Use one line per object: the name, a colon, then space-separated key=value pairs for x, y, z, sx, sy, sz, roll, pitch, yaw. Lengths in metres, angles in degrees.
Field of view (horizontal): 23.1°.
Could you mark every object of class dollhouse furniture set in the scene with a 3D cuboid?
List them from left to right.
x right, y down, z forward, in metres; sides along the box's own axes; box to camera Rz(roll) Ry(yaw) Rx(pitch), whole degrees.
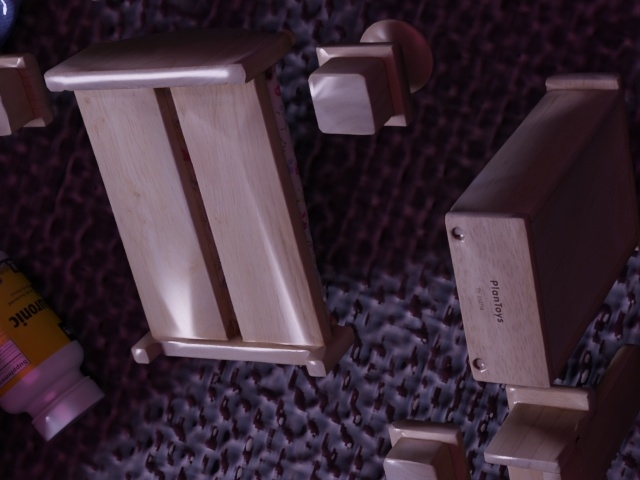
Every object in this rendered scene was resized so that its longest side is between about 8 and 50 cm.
dollhouse furniture set: x=0.000 y=0.000 z=0.962 sx=0.355 sy=0.174 sz=0.303 roll=3 pitch=120 yaw=30

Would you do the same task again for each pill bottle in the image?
pill bottle: x=-0.192 y=0.069 z=1.000 sx=0.065 sy=0.065 sz=0.116 roll=-39 pitch=88 yaw=9

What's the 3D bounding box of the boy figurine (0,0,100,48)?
boy figurine: x=-0.199 y=-0.214 z=0.971 sx=0.177 sy=0.092 sz=0.285 roll=32 pitch=101 yaw=8
